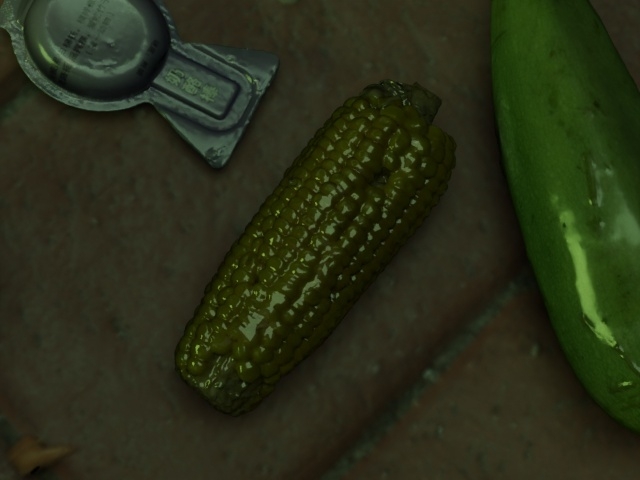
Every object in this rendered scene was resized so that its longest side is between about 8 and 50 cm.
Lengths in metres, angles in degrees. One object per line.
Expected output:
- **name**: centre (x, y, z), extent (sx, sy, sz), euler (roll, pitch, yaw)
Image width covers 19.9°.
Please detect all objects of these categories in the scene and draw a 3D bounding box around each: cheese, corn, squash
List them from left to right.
- **cheese**: centre (-0.131, -0.127, 1.258), extent (0.191, 0.042, 0.105), euler (27, 75, 3)
- **corn**: centre (0.000, 0.000, 1.204), extent (0.097, 0.097, 0.261), euler (35, 76, 6)
- **squash**: centre (0.179, -0.041, 1.221), extent (0.118, 0.118, 0.370), euler (-17, 74, -9)
